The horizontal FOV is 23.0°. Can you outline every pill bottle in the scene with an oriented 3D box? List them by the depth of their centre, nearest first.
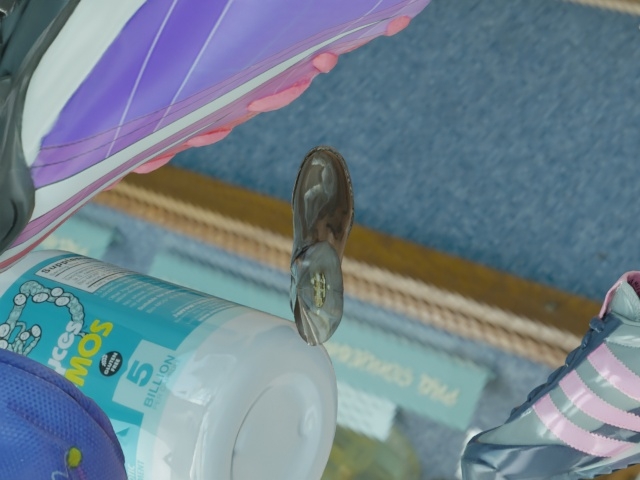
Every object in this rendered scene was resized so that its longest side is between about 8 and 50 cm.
[{"bbox_3d":[-0.131,0.090,0.982,0.264,0.146,0.146,15,134,33],"label":"pill bottle"}]

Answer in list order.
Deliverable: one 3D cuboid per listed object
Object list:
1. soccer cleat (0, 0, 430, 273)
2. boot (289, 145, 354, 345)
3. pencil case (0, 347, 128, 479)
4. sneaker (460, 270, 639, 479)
[{"bbox_3d":[-0.032,-0.068,0.428,0.318,0.116,0.109,-42,49,47],"label":"soccer cleat"},{"bbox_3d":[0.000,0.000,0.857,0.037,0.114,0.106,2,92,1],"label":"boot"},{"bbox_3d":[-0.140,0.167,0.390,0.133,0.306,0.119,-2,136,15],"label":"pencil case"},{"bbox_3d":[0.219,0.094,1.138,0.319,0.112,0.131,-25,84,38],"label":"sneaker"}]
